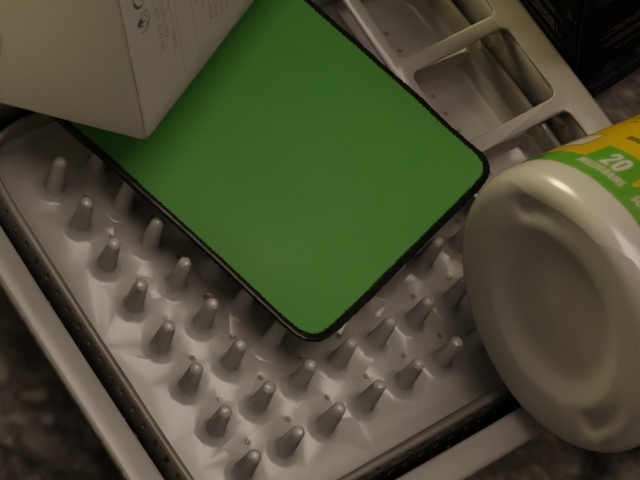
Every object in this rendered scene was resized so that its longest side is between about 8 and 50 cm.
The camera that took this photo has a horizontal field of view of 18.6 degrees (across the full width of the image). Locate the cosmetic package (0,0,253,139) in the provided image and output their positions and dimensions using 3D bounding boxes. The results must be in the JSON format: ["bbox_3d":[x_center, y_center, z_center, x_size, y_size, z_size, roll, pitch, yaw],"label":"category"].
[{"bbox_3d":[-0.134,-0.187,0.928,0.224,0.138,0.224,16,49,22],"label":"cosmetic package"}]

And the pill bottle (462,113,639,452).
[{"bbox_3d":[0.200,-0.007,0.916,0.246,0.136,0.136,-22,71,-28],"label":"pill bottle"}]

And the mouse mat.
[{"bbox_3d":[-0.026,-0.054,0.942,0.190,0.007,0.152,43,58,7],"label":"mouse mat"}]

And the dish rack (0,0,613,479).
[{"bbox_3d":[0.000,0.000,0.965,0.333,0.072,0.285,-26,74,-30],"label":"dish rack"}]

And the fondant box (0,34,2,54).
[{"bbox_3d":[-0.202,0.108,0.732,0.096,0.238,0.330,12,58,-11],"label":"fondant box"}]

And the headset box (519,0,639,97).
[{"bbox_3d":[0.118,-0.231,1.019,0.131,0.283,0.246,-33,74,-4],"label":"headset box"}]
